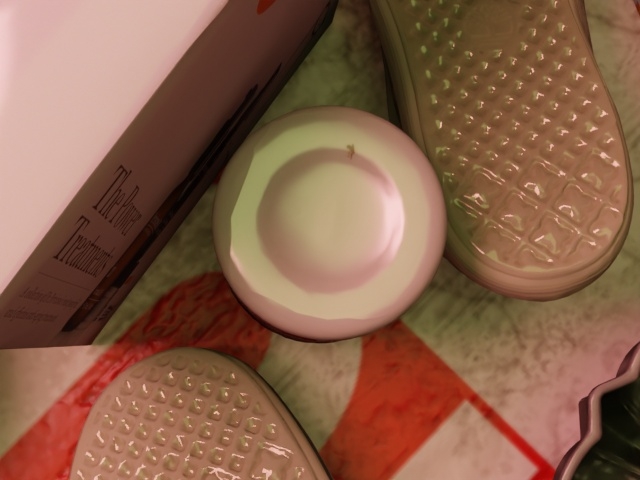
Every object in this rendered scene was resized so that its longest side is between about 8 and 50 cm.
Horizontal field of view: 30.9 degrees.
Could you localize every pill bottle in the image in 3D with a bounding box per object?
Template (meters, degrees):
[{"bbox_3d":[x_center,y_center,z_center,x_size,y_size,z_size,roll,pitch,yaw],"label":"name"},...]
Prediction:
[{"bbox_3d":[0.000,0.000,0.683,0.121,0.221,0.121,0,84,-3],"label":"pill bottle"}]

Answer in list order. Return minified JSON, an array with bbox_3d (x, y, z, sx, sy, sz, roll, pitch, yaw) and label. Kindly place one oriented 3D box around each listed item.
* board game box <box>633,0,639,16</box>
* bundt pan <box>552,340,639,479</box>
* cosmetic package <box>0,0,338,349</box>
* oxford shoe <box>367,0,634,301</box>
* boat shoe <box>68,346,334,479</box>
[{"bbox_3d":[0.361,-0.202,0.763,0.275,0.142,0.144,-20,84,-4],"label":"board game box"},{"bbox_3d":[0.293,0.185,0.729,0.331,0.124,0.330,0,83,-3],"label":"bundt pan"},{"bbox_3d":[-0.094,-0.081,0.609,0.097,0.377,0.284,34,84,-1],"label":"cosmetic package"},{"bbox_3d":[0.102,-0.163,0.762,0.169,0.130,0.449,-8,70,2],"label":"oxford shoe"},{"bbox_3d":[-0.020,0.305,0.691,0.187,0.156,0.500,-24,74,0],"label":"boat shoe"}]
